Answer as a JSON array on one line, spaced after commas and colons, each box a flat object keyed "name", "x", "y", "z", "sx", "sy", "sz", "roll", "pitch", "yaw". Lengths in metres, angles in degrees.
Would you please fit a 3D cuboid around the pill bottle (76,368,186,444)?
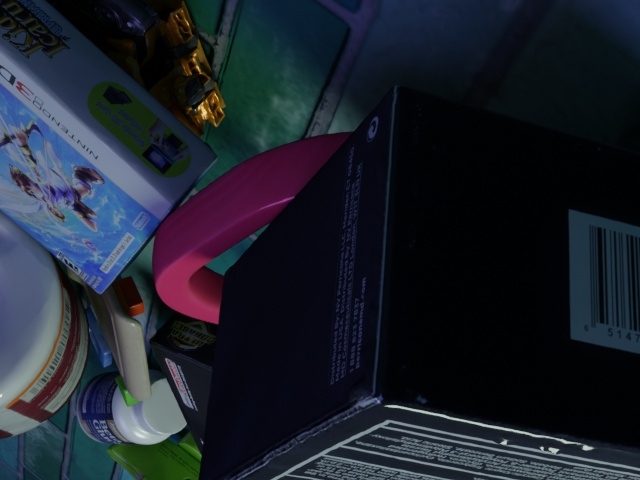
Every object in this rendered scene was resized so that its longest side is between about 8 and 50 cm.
[{"name": "pill bottle", "x": -0.232, "y": 0.209, "z": 1.453, "sx": 0.094, "sy": 0.094, "sz": 0.169, "roll": 52, "pitch": 147, "yaw": -17}]

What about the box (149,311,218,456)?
[{"name": "box", "x": -0.027, "y": 0.231, "z": 1.283, "sx": 0.293, "sy": 0.073, "sz": 0.295, "roll": 20, "pitch": 142, "yaw": 30}]

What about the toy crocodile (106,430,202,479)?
[{"name": "toy crocodile", "x": -0.134, "y": 0.347, "z": 1.500, "sx": 0.340, "sy": 0.115, "sz": 0.105, "roll": 28, "pitch": 148, "yaw": 20}]

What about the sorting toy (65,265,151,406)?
[{"name": "sorting toy", "x": -0.229, "y": 0.057, "z": 1.266, "sx": 0.196, "sy": 0.047, "sz": 0.347, "roll": 56, "pitch": 159, "yaw": 28}]

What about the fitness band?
[{"name": "fitness band", "x": 0.000, "y": 0.000, "z": 0.854, "sx": 0.209, "sy": 0.054, "sz": 0.291, "roll": 13, "pitch": 152, "yaw": -32}]

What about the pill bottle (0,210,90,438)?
[{"name": "pill bottle", "x": -0.366, "y": 0.096, "z": 1.228, "sx": 0.224, "sy": 0.224, "sz": 0.392, "roll": 39, "pitch": 167, "yaw": 4}]

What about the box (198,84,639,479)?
[{"name": "box", "x": 0.109, "y": 0.075, "z": 0.715, "sx": 0.296, "sy": 0.182, "sz": 0.294, "roll": 14, "pitch": 154, "yaw": -18}]

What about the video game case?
[{"name": "video game case", "x": -0.229, "y": -0.085, "z": 0.946, "sx": 0.244, "sy": 0.061, "sz": 0.269, "roll": 43, "pitch": 152, "yaw": -5}]

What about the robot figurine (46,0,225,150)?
[{"name": "robot figurine", "x": -0.198, "y": -0.153, "z": 0.968, "sx": 0.291, "sy": 0.085, "sz": 0.211, "roll": 17, "pitch": 142, "yaw": 35}]
